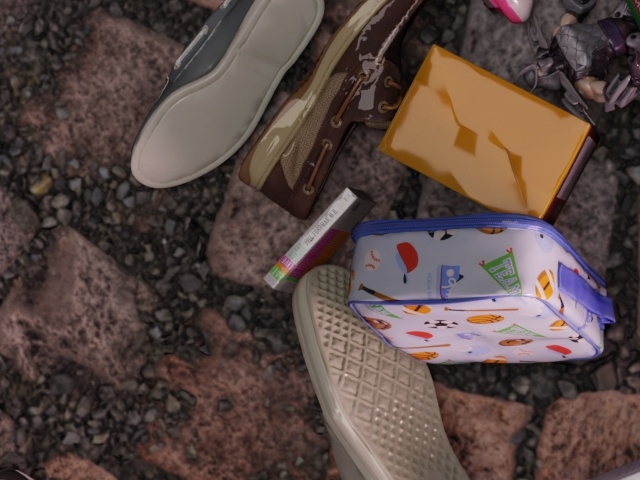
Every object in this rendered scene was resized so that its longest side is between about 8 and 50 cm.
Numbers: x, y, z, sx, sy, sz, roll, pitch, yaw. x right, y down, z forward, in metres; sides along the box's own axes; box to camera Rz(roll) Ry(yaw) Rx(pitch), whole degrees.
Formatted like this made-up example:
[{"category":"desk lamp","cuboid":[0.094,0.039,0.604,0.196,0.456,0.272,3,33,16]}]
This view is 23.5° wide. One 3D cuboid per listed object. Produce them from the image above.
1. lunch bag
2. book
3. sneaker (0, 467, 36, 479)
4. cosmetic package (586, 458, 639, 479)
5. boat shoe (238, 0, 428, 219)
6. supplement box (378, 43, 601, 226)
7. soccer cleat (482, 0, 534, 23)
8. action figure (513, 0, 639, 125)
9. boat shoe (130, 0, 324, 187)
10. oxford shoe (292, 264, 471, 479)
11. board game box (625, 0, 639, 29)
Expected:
[{"category":"lunch bag","cuboid":[0.180,0.056,1.655,0.243,0.303,0.114,-5,72,25]},{"category":"book","cuboid":[0.000,0.000,1.802,0.035,0.096,0.144,44,98,11]},{"category":"sneaker","cuboid":[-0.359,0.407,1.870,0.100,0.108,0.271,-18,83,14]},{"category":"cosmetic package","cuboid":[0.346,0.367,1.688,0.225,0.138,0.224,-25,83,13]},{"category":"boat shoe","cuboid":[0.048,-0.172,1.791,0.123,0.123,0.342,39,101,3]},{"category":"supplement box","cuboid":[0.192,-0.108,1.709,0.191,0.194,0.129,29,96,13]},{"category":"soccer cleat","cuboid":[0.171,-0.409,1.764,0.143,0.116,0.331,-35,81,10]},{"category":"action figure","cuboid":[0.346,-0.238,1.721,0.285,0.099,0.185,-23,65,3]},{"category":"boat shoe","cuboid":[-0.120,-0.200,1.855,0.319,0.116,0.099,-50,35,14]},{"category":"oxford shoe","cuboid":[0.071,0.241,1.760,0.130,0.169,0.449,-36,77,46]},{"category":"board game box","cuboid":[0.469,-0.294,1.648,0.317,0.046,0.213,-22,83,-19]}]
